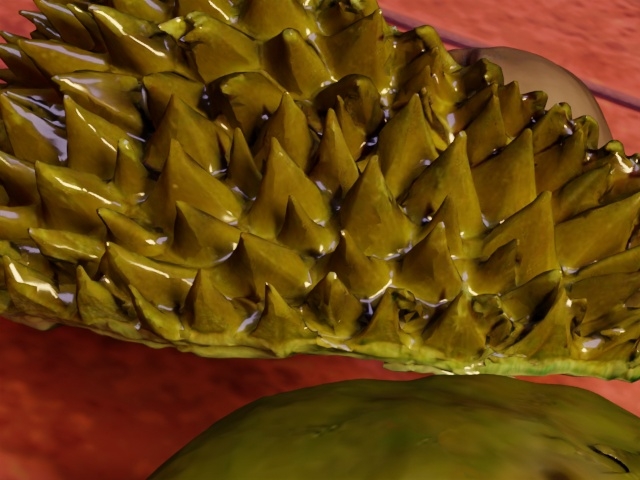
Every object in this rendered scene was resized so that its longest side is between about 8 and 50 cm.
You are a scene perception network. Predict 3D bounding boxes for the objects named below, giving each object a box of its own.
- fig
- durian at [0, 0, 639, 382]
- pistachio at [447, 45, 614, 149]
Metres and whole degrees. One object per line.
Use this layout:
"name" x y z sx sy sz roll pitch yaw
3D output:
"fig" 0.039 0.115 0.548 0.233 0.233 0.314 21 43 7
"durian" -0.004 0.009 0.681 0.394 0.198 0.163 10 55 22
"pistachio" 0.080 -0.020 0.835 0.124 0.124 0.185 5 55 -13
